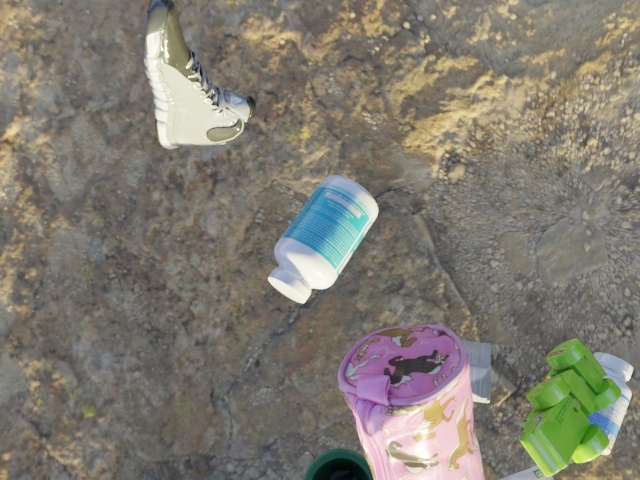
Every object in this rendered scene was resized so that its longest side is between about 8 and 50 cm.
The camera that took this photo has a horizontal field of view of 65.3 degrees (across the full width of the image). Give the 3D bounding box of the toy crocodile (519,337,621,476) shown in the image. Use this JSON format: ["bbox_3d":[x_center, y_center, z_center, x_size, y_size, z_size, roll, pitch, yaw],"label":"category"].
[{"bbox_3d":[0.403,0.264,0.824,0.115,0.341,0.105,52,130,10],"label":"toy crocodile"}]

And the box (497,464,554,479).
[{"bbox_3d":[0.466,0.669,1.072,0.233,0.322,0.058,-18,123,-4],"label":"box"}]

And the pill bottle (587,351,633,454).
[{"bbox_3d":[0.681,0.395,1.228,0.124,0.124,0.221,23,74,25],"label":"pill bottle"}]

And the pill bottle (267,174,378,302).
[{"bbox_3d":[0.000,0.000,1.058,0.146,0.146,0.264,25,68,25],"label":"pill bottle"}]

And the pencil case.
[{"bbox_3d":[0.134,0.295,0.649,0.160,0.167,0.385,-11,111,5],"label":"pencil case"}]

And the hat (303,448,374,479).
[{"bbox_3d":[0.051,0.572,1.144,0.173,0.183,0.208,-9,59,1],"label":"hat"}]

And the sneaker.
[{"bbox_3d":[-0.147,-0.203,0.640,0.132,0.228,0.086,3,62,-10],"label":"sneaker"}]

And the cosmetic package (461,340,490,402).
[{"bbox_3d":[0.320,0.331,1.308,0.238,0.107,0.127,0,119,17],"label":"cosmetic package"}]
